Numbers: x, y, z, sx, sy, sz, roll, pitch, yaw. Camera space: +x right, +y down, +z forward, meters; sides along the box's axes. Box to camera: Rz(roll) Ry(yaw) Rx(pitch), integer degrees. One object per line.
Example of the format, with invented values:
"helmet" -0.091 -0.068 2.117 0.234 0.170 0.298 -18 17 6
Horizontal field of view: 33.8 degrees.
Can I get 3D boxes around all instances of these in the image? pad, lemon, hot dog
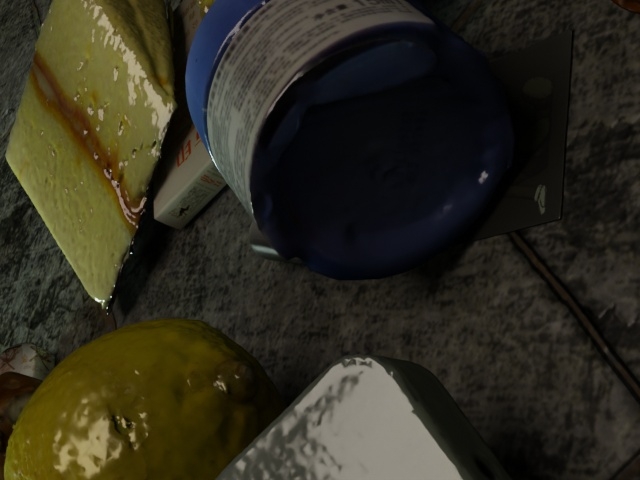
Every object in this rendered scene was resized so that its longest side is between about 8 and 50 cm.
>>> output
"pad" 0.173 -0.093 0.957 0.127 0.004 0.190 -17 56 48
"lemon" -0.157 0.206 0.982 0.322 0.268 0.268 -51 37 21
"hot dog" -0.426 0.226 1.494 0.108 0.059 0.191 -16 44 5

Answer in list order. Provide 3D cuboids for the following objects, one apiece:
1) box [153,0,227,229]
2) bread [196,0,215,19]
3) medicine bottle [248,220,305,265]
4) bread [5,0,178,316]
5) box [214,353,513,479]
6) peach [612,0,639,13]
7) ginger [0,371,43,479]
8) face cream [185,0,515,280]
"box" -0.157 -0.212 1.425 0.204 0.051 0.365 -41 41 32
"bread" 0.001 -0.279 1.138 0.252 0.196 0.239 -44 43 32
"medicine bottle" 0.000 0.000 1.083 0.199 0.057 0.058 6 75 54
"bread" -0.267 -0.164 1.502 0.405 0.242 0.346 45 119 23
"box" 0.023 0.317 0.727 0.373 0.090 0.367 -45 57 15
"peach" 0.272 -0.227 0.835 0.100 0.100 0.101 -31 47 40
"ginger" -0.322 0.338 1.198 0.254 0.176 0.419 -32 55 42
"face cream" 0.020 -0.112 0.954 0.249 0.249 0.225 -54 34 16
